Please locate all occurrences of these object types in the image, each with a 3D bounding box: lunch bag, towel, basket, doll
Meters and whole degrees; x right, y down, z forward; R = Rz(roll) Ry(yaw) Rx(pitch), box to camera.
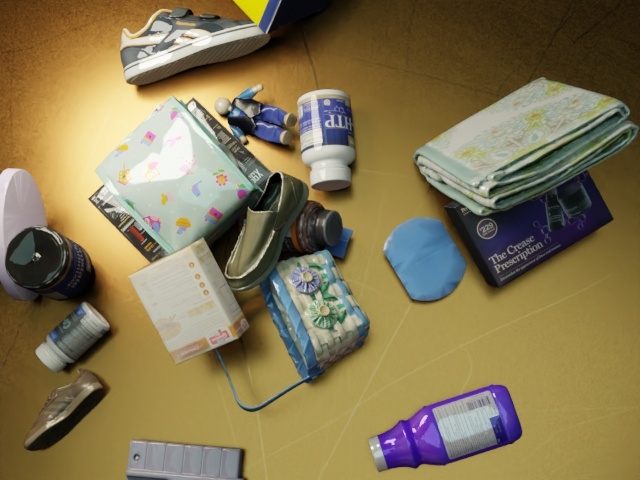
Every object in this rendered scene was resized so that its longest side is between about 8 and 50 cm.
[{"bbox_3d":[-0.274,-0.117,1.765,0.223,0.160,0.262,-43,84,3],"label":"lunch bag"},{"bbox_3d":[0.371,-0.181,1.735,0.320,0.374,0.090,-28,112,-4],"label":"towel"},{"bbox_3d":[-0.073,0.157,1.754,0.288,0.201,0.255,-27,70,-10],"label":"basket"},{"bbox_3d":[-0.139,-0.261,1.913,0.189,0.046,0.129,20,103,26],"label":"doll"}]

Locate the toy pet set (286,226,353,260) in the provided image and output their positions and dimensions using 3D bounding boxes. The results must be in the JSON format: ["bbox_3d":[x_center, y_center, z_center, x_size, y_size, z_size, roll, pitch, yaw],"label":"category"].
[{"bbox_3d":[0.000,0.000,1.853,0.114,0.065,0.122,18,80,8],"label":"toy pet set"}]

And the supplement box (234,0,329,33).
[{"bbox_3d":[-0.133,-0.636,1.899,0.194,0.195,0.356,-33,75,-37],"label":"supplement box"}]

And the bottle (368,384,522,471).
[{"bbox_3d":[0.233,0.365,1.745,0.282,0.092,0.118,-19,77,0],"label":"bottle"}]

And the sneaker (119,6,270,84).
[{"bbox_3d":[-0.271,-0.432,1.934,0.321,0.126,0.128,-15,83,2],"label":"sneaker"}]

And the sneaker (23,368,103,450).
[{"bbox_3d":[-0.518,0.336,1.831,0.188,0.066,0.071,-41,61,-10],"label":"sneaker"}]

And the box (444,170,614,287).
[{"bbox_3d":[0.403,-0.054,1.794,0.261,0.103,0.184,-31,93,-3],"label":"box"}]

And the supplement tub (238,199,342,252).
[{"bbox_3d":[-0.057,-0.030,1.808,0.197,0.106,0.106,4,77,33],"label":"supplement tub"}]

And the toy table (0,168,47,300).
[{"bbox_3d":[-0.656,-0.014,1.827,0.160,0.252,0.275,5,106,9],"label":"toy table"}]

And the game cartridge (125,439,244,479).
[{"bbox_3d":[-0.270,0.569,1.758,0.230,0.068,0.355,2,78,9],"label":"game cartridge"}]

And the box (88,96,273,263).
[{"bbox_3d":[-0.280,-0.104,1.890,0.242,0.076,0.307,43,84,11],"label":"box"}]

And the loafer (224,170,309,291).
[{"bbox_3d":[-0.114,-0.024,1.707,0.094,0.087,0.251,9,64,40],"label":"loafer"}]

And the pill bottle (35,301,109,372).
[{"bbox_3d":[-0.496,0.195,1.842,0.137,0.078,0.078,-44,79,-6],"label":"pill bottle"}]

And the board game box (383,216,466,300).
[{"bbox_3d":[0.209,0.038,1.849,0.133,0.033,0.169,-30,83,-8],"label":"board game box"}]

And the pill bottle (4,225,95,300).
[{"bbox_3d":[-0.519,0.051,1.802,0.122,0.219,0.123,-1,78,4],"label":"pill bottle"}]

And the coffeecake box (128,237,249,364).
[{"bbox_3d":[-0.237,0.112,1.669,0.142,0.068,0.186,-24,97,20],"label":"coffeecake box"}]

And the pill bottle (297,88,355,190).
[{"bbox_3d":[0.014,-0.201,1.871,0.111,0.112,0.187,-6,78,3],"label":"pill bottle"}]
